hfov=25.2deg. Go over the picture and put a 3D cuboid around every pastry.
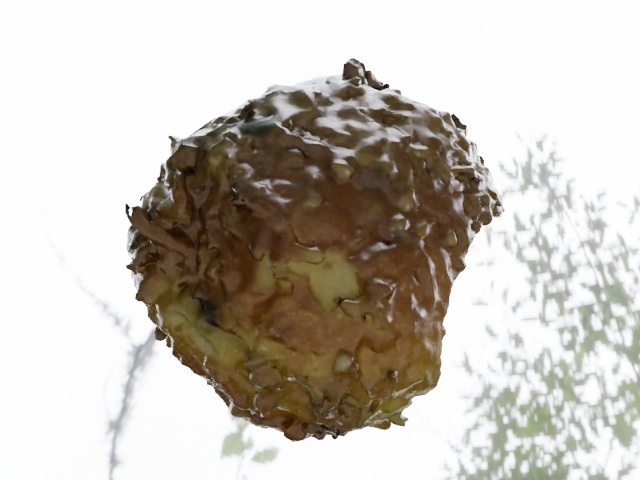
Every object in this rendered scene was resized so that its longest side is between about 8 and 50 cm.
[{"bbox_3d":[-0.016,0.000,1.433,0.337,0.405,0.292,28,-37,-2],"label":"pastry"}]
